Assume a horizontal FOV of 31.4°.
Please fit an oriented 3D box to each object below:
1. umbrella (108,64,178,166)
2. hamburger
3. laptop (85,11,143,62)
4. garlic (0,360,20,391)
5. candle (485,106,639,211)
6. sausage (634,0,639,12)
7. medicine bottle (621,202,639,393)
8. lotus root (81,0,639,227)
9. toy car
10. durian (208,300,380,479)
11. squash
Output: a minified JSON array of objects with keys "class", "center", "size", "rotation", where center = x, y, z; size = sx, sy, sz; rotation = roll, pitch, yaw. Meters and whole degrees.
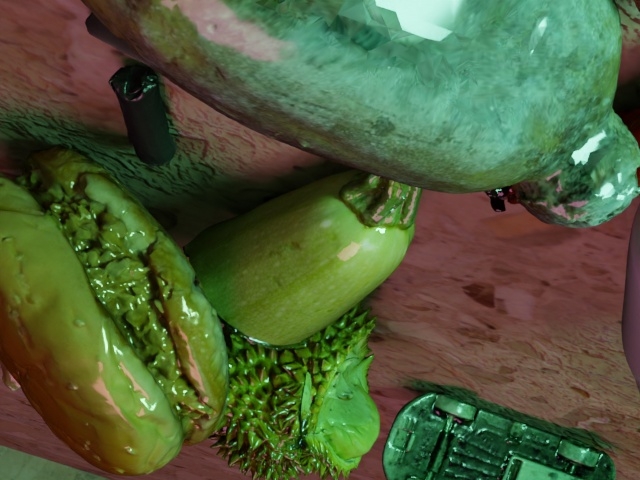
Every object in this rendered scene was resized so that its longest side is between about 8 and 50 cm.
[{"class":"umbrella","center":[-0.134,-0.093,0.865],"size":[0.036,0.031,0.133],"rotation":[38,163,13]},{"class":"hamburger","center":[-0.203,0.071,0.998],"size":[0.318,0.158,0.318],"rotation":[45,157,25]},{"class":"laptop","center":[-0.019,-0.137,0.699],"size":[0.188,0.015,0.269],"rotation":[25,156,-24]},{"class":"garlic","center":[-0.367,0.100,1.355],"size":[0.090,0.128,0.198],"rotation":[27,164,12]},{"class":"candle","center":[0.184,-0.058,0.706],"size":[0.059,0.084,0.302],"rotation":[52,157,-6]},{"class":"sausage","center":[0.125,-0.169,0.445],"size":[0.087,0.079,0.327],"rotation":[31,174,42]},{"class":"medicine bottle","center":[0.283,0.049,0.778],"size":[0.152,0.152,0.254],"rotation":[8,158,17]},{"class":"lotus root","center":[0.025,-0.115,0.521],"size":[0.350,0.175,0.175],"rotation":[28,155,-36]},{"class":"toy car","center":[0.216,0.284,1.439],"size":[0.306,0.136,0.125],"rotation":[20,179,-11]},{"class":"durian","center":[-0.031,0.146,1.152],"size":[0.177,0.200,0.237],"rotation":[3,161,9]},{"class":"squash","center":[0.008,0.014,0.911],"size":[0.137,0.137,0.287],"rotation":[26,154,-27]}]
